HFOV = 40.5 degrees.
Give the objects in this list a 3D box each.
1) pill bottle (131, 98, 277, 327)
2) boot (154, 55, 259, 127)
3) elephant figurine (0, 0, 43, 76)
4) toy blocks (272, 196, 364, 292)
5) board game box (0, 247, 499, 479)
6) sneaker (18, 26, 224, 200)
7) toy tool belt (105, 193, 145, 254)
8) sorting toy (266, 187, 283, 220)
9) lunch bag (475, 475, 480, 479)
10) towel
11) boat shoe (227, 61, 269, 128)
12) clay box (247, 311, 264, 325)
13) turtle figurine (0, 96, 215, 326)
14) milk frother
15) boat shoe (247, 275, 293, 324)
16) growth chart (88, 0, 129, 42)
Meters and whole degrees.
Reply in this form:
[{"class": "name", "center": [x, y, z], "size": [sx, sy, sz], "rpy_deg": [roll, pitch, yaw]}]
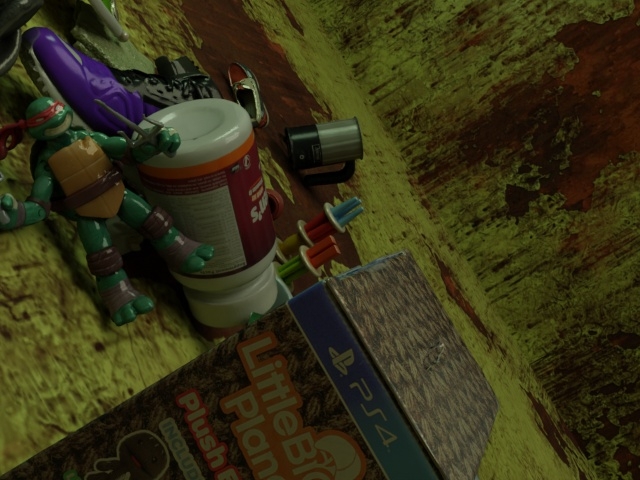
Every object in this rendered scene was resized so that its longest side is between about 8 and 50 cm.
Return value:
[{"class": "pill bottle", "center": [-0.112, -0.025, 0.902], "size": [0.121, 0.121, 0.221], "rpy_deg": [-98, 178, -55]}, {"class": "boot", "center": [-0.163, -0.212, 1.278], "size": [0.137, 0.077, 0.198], "rpy_deg": [64, 15, -4]}, {"class": "elephant figurine", "center": [-0.301, -0.227, 0.755], "size": [0.239, 0.186, 0.169], "rpy_deg": [-143, -138, -87]}, {"class": "toy blocks", "center": [0.000, 0.000, 1.265], "size": [0.054, 0.148, 0.123], "rpy_deg": [49, 18, -27]}, {"class": "board game box", "center": [-0.046, 0.144, 0.592], "size": [0.141, 0.291, 0.232], "rpy_deg": [60, 16, 5]}, {"class": "sneaker", "center": [-0.187, -0.143, 0.934], "size": [0.293, 0.146, 0.102], "rpy_deg": [49, -3, -40]}, {"class": "toy tool belt", "center": [-0.193, -0.023, 0.902], "size": [0.052, 0.051, 0.083], "rpy_deg": [51, 17, -24]}, {"class": "sorting toy", "center": [-0.100, -0.065, 1.251], "size": [0.102, 0.061, 0.042], "rpy_deg": [38, 16, -2]}, {"class": "lunch bag", "center": [0.142, 0.357, 1.097], "size": [0.243, 0.115, 0.303], "rpy_deg": [62, 15, 5]}, {"class": "towel", "center": [-0.269, -0.243, 1.134], "size": [0.148, 0.027, 0.110], "rpy_deg": [46, 21, -37]}, {"class": "boat shoe", "center": [-0.134, -0.262, 1.547], "size": [0.137, 0.049, 0.043], "rpy_deg": [66, 19, 11]}, {"class": "clay box", "center": [-0.005, 0.162, 0.967], "size": [0.222, 0.053, 0.127], "rpy_deg": [24, 74, -50]}, {"class": "turtle figurine", "center": [-0.201, -0.049, 0.770], "size": [0.234, 0.175, 0.118], "rpy_deg": [60, -6, -26]}, {"class": "milk frother", "center": [0.001, -0.187, 1.644], "size": [0.129, 0.135, 0.143], "rpy_deg": [87, -9, -49]}, {"class": "boat shoe", "center": [-0.034, 0.133, 1.080], "size": [0.083, 0.065, 0.183], "rpy_deg": [21, 47, -66]}, {"class": "growth chart", "center": [-0.291, -0.378, 1.079], "size": [0.172, 0.021, 0.237], "rpy_deg": [39, 38, -82]}]
